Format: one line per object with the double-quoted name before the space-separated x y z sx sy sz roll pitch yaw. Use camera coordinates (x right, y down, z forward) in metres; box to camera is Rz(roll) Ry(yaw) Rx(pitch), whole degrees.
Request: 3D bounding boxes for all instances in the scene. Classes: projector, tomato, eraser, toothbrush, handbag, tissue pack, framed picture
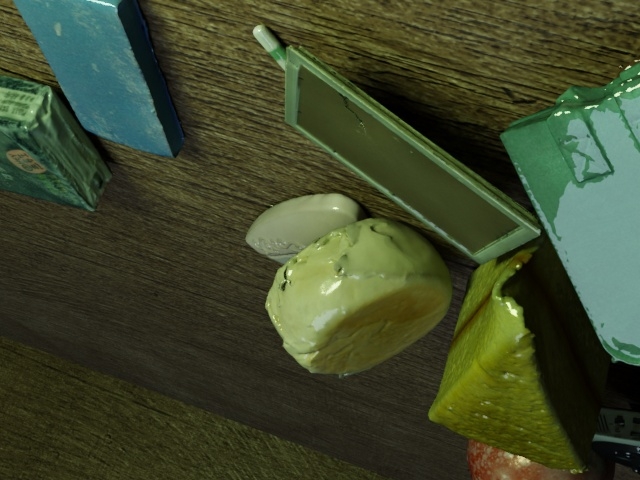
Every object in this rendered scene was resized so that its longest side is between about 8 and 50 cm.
"projector" 0.534 0.325 1.249 0.259 0.079 0.257 27 162 -29
"tomato" 0.396 0.388 1.436 0.270 0.270 0.227 34 154 -26
"eraser" -0.001 0.001 1.199 0.204 0.059 0.243 24 156 -5
"eraser" -0.262 -0.207 0.992 0.144 0.043 0.312 17 157 10
"toothbrush" 0.010 -0.149 0.910 0.018 0.024 0.257 -1 147 43
"handbag" 0.327 -0.035 0.682 0.268 0.100 0.274 -22 106 46
"tissue pack" -0.496 -0.161 1.226 0.315 0.103 0.228 13 154 18
"framed picture" 0.082 -0.080 0.857 0.293 0.018 0.231 36 171 2

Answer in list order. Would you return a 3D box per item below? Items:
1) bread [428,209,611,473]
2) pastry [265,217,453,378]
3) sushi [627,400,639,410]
"bread" 0.289 0.115 0.972 0.245 0.233 0.362 21 157 3
"pastry" 0.052 0.079 1.118 0.265 0.133 0.265 -21 150 -13
"sushi" 0.663 0.275 1.227 0.339 0.069 0.320 5 160 35
